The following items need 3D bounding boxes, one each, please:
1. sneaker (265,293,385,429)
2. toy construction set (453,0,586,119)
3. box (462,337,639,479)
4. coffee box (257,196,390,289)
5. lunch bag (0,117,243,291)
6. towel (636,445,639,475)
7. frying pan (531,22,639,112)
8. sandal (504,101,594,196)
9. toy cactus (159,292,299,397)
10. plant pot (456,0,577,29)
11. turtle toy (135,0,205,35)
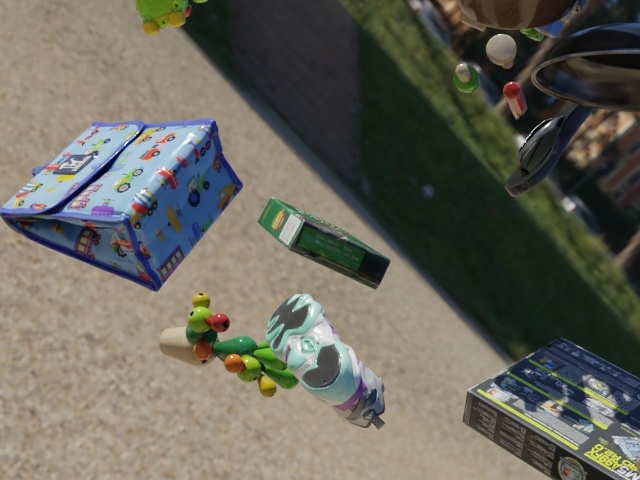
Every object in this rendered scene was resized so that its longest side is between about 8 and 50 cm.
[{"bbox_3d":[0.008,0.075,0.692,0.069,0.038,0.098,46,6,-32],"label":"sneaker"},{"bbox_3d":[0.273,-0.326,1.759,0.237,0.257,0.309,29,64,-74],"label":"toy construction set"},{"bbox_3d":[0.363,0.246,1.649,0.216,0.060,0.270,-23,39,-39],"label":"box"},{"bbox_3d":[0.000,0.000,1.381,0.113,0.040,0.184,25,3,-15],"label":"coffee box"},{"bbox_3d":[-0.300,-0.072,1.758,0.293,0.221,0.138,11,-41,33],"label":"lunch bag"},{"bbox_3d":[0.444,0.335,1.383,0.187,0.049,0.282,104,-28,-59],"label":"towel"},{"bbox_3d":[0.349,-0.144,1.071,0.326,0.053,0.197,4,-7,16],"label":"frying pan"},{"bbox_3d":[0.381,-0.179,2.052,0.054,0.254,0.097,40,-12,-13],"label":"sandal"},{"bbox_3d":[-0.112,0.118,1.449,0.180,0.112,0.219,3,-12,33],"label":"toy cactus"},{"bbox_3d":[0.163,-0.301,1.016,0.215,0.215,0.230,-126,-158,-45],"label":"plant pot"},{"bbox_3d":[-0.223,-0.367,1.845,0.066,0.130,0.095,-30,107,-62],"label":"turtle toy"}]
